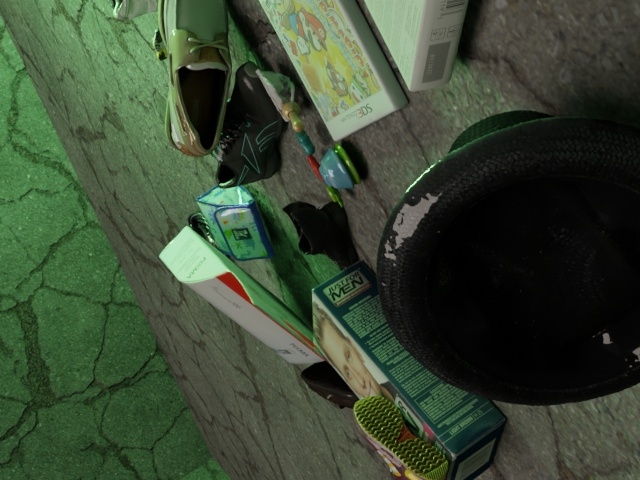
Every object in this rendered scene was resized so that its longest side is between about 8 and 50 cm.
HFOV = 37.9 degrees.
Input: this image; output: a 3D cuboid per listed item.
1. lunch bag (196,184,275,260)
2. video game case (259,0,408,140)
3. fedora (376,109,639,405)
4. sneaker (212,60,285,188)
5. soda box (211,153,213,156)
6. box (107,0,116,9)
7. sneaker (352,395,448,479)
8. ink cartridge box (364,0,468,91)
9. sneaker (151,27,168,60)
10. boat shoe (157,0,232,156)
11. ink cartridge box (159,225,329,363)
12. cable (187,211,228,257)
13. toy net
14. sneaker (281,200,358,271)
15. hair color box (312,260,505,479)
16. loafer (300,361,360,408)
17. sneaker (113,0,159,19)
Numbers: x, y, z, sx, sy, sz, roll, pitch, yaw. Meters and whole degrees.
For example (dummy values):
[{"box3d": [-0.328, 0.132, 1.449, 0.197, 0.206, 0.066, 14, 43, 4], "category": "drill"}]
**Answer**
[{"box3d": [-0.155, -0.034, 1.803, 0.151, 0.096, 0.129, 17, 137, 47], "category": "lunch bag"}, {"box3d": [0.010, -0.249, 1.201, 0.227, 0.026, 0.206, 62, 160, -5], "category": "video game case"}, {"box3d": [0.203, -0.002, 0.846, 0.153, 0.334, 0.334, -90, -8, -48], "category": "fedora"}, {"box3d": [-0.122, -0.173, 1.508, 0.101, 0.106, 0.267, 52, 157, 28], "category": "sneaker"}, {"box3d": [-0.198, -0.235, 1.664, 0.053, 0.060, 0.169, 14, 131, 64], "category": "soda box"}, {"box3d": [-0.436, -0.520, 1.894, 0.083, 0.018, 0.067, 51, 158, 24], "category": "box"}, {"box3d": [0.110, 0.308, 1.362, 0.185, 0.069, 0.084, 43, 147, 40], "category": "sneaker"}, {"box3d": [0.084, -0.295, 0.957, 0.181, 0.056, 0.225, 94, 160, -57], "category": "ink cartridge box"}, {"box3d": [-0.310, -0.377, 1.775, 0.035, 0.031, 0.083, 53, 159, 20], "category": "sneaker"}, {"box3d": [-0.179, -0.277, 1.414, 0.103, 0.113, 0.302, 27, 122, 59], "category": "boat shoe"}, {"box3d": [-0.113, 0.147, 1.723, 0.308, 0.091, 0.385, 42, 180, -32], "category": "ink cartridge box"}, {"box3d": [-0.275, 0.004, 2.200, 0.151, 0.047, 0.184, 64, 160, -10], "category": "cable"}, {"box3d": [-0.017, -0.162, 1.372, 0.232, 0.045, 0.122, 58, 178, 12], "category": "toy net"}, {"box3d": [0.001, 0.001, 1.475, 0.051, 0.089, 0.170, 36, 149, 47], "category": "sneaker"}, {"box3d": [0.125, 0.215, 1.456, 0.347, 0.105, 0.174, 49, 157, 30], "category": "hair color box"}, {"box3d": [0.033, 0.291, 1.813, 0.220, 0.080, 0.078, 17, 133, 62], "category": "loafer"}, {"box3d": [-0.360, -0.490, 1.615, 0.090, 0.115, 0.232, 18, 134, 61], "category": "sneaker"}]
